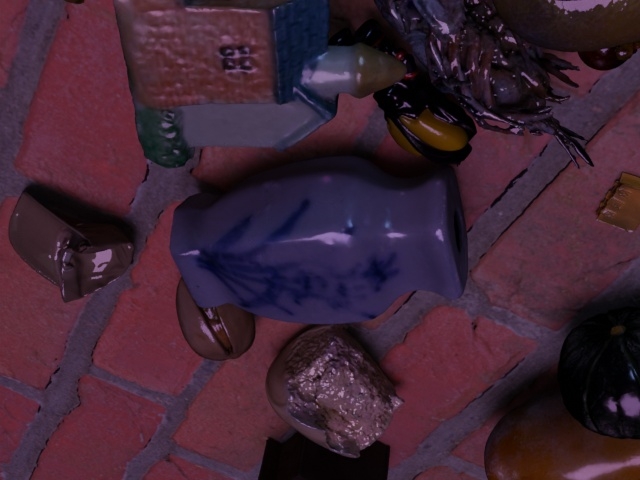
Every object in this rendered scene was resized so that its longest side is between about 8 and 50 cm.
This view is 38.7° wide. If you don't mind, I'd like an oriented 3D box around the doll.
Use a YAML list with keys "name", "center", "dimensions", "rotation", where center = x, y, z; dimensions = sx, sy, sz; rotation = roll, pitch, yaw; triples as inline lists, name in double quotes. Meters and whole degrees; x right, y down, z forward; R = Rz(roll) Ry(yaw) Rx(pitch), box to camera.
- name: "doll"
  center: [0.112, -0.180, 1.187]
  dimensions: [0.088, 0.127, 0.249]
  rotation: [-44, 121, 4]

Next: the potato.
- name: "potato"
  center: [0.310, -0.291, 0.977]
  dimensions: [0.251, 0.159, 0.174]
  rotation: [7, 113, 14]

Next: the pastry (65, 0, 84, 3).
- name: "pastry"
  center: [-0.347, -0.390, 1.050]
  dimensions: [0.240, 0.132, 0.235]
  rotation: [34, 130, -18]

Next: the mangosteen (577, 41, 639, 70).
- name: "mangosteen"
  center: [0.344, -0.241, 1.083]
  dimensions: [0.081, 0.081, 0.081]
  rotation: [6, 134, 6]

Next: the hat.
- name: "hat"
  center: [-0.402, -0.011, 1.482]
  dimensions: [0.166, 0.144, 0.173]
  rotation: [-47, 67, 42]

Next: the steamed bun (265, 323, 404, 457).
- name: "steamed bun"
  center: [0.030, 0.275, 1.578]
  dimensions: [0.200, 0.170, 0.225]
  rotation: [-34, 120, 29]

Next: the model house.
- name: "model house"
  center: [-0.057, -0.233, 1.103]
  dimensions: [0.325, 0.194, 0.267]
  rotation: [4, 135, 4]

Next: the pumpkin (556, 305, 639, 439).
- name: "pumpkin"
  center: [0.465, 0.197, 1.378]
  dimensions: [0.220, 0.220, 0.162]
  rotation: [-11, 115, 21]

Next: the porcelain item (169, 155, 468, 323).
- name: "porcelain item"
  center: [0.000, 0.000, 1.317]
  dimensions: [0.405, 0.178, 0.242]
  rotation: [-4, 133, 19]

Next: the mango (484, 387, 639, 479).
- name: "mango"
  center: [0.447, 0.340, 1.513]
  dimensions: [0.384, 0.221, 0.199]
  rotation: [-15, 92, 35]

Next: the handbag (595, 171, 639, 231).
- name: "handbag"
  center: [0.431, -0.051, 1.281]
  dimensions: [0.061, 0.027, 0.083]
  rotation: [18, 135, -6]

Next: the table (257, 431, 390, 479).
- name: "table"
  center: [0.002, 0.462, 1.756]
  dimensions: [0.193, 0.172, 0.169]
  rotation: [32, 131, -18]

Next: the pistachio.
- name: "pistachio"
  center: [-0.176, 0.129, 1.526]
  dimensions: [0.124, 0.124, 0.185]
  rotation: [-11, 114, 21]

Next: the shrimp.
- name: "shrimp"
  center: [0.196, -0.200, 1.084]
  dimensions: [0.372, 0.172, 0.137]
  rotation: [38, 150, -3]
